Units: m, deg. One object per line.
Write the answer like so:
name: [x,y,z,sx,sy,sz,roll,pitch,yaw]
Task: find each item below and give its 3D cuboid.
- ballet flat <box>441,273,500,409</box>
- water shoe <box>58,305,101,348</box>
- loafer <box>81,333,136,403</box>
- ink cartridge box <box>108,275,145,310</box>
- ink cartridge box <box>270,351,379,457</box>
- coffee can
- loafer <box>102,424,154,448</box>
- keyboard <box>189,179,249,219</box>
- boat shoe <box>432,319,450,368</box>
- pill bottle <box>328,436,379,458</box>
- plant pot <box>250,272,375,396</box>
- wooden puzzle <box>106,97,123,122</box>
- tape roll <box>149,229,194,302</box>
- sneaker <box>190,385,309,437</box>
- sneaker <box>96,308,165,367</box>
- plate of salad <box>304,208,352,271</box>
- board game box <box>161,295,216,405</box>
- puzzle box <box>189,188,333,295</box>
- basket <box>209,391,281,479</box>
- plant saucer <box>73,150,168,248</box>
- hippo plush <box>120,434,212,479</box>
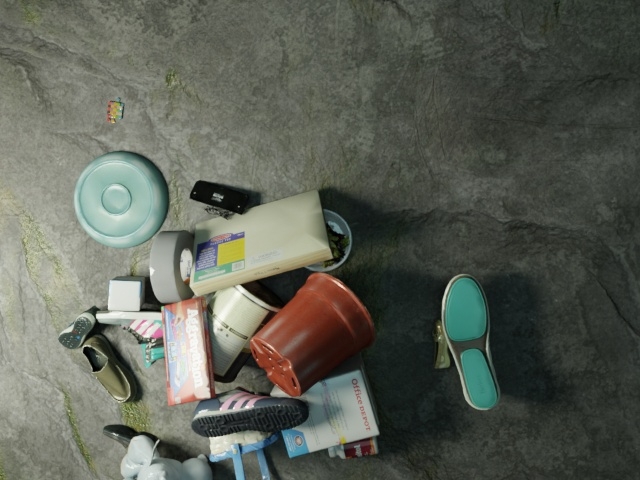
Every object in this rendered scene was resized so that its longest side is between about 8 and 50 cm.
ballet flat: [0.446,0.298,1.417,0.139,0.139,0.399,-11,87,4]
water shoe: [-0.772,0.285,1.531,0.203,0.080,0.073,-36,104,29]
loafer: [-0.692,0.424,1.518,0.094,0.087,0.251,-36,89,5]
ink cartridge box: [-0.604,0.163,1.483,0.090,0.143,0.092,4,93,-14]
ink cartridge box: [0.021,0.484,1.416,0.270,0.197,0.198,-16,91,5]
coffee can: [-0.266,0.257,1.425,0.202,0.201,0.275,35,94,2]
loafer: [-0.633,0.651,1.538,0.170,0.062,0.061,18,98,4]
keyboard: [-0.324,-0.121,1.491,0.192,0.038,0.100,18,71,15]
boat shoe: [0.366,0.322,1.459,0.048,0.056,0.152,-9,99,0]
pill bottle: [0.101,0.632,1.473,0.152,0.086,0.086,-12,91,5]
plant pot: [-0.035,0.273,1.323,0.265,0.272,0.272,-36,89,-32]
wooden puzzle: [-0.664,-0.420,1.523,0.049,0.006,0.083,9,93,4]
tape roll: [-0.436,0.079,1.421,0.072,0.219,0.219,-3,92,4]
sneaker: [-0.190,0.450,1.300,0.319,0.131,0.112,-5,120,3]
sneaker: [-0.559,0.307,1.486,0.296,0.124,0.178,5,85,-3]
plate of salad: [0.000,0.000,1.474,0.200,0.048,0.199,0,92,3]
board game box: [-0.377,0.311,1.334,0.145,0.027,0.281,-16,72,18]
puzzle box: [-0.180,-0.001,1.396,0.409,0.272,0.052,-15,133,5]
basket: [-0.219,0.620,1.411,0.201,0.255,0.288,-12,80,2]
plant saucer: [-0.651,-0.131,1.517,0.318,0.044,0.317,0,92,5]
hippo plush: [-0.466,0.719,1.471,0.237,0.234,0.294,18,115,-40]
